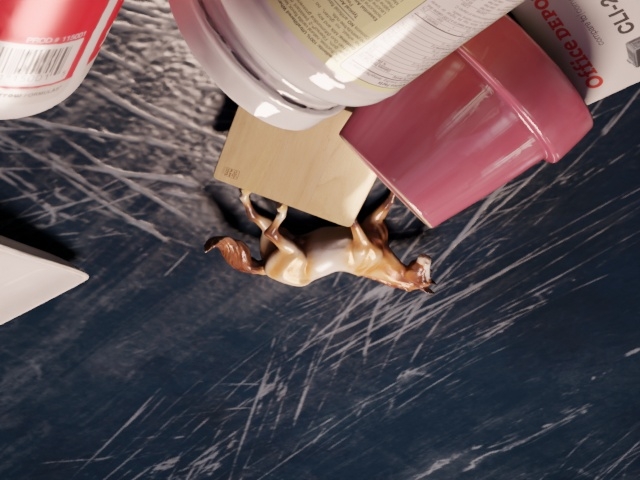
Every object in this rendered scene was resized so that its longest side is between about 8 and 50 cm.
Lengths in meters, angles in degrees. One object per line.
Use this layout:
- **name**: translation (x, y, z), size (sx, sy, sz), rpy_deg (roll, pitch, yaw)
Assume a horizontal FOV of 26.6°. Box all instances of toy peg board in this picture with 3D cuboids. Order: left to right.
- **toy peg board**: translation (-0.011, -0.116, 1.433), size (0.161, 0.079, 0.161), rpy_deg (20, 137, -6)

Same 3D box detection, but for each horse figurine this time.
- **horse figurine**: translation (0.000, 0.000, 1.577), size (0.263, 0.066, 0.174), rpy_deg (-7, 136, 0)

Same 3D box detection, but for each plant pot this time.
- **plant pot**: translation (0.125, -0.118, 1.282), size (0.180, 0.201, 0.201), rpy_deg (-44, 134, 2)

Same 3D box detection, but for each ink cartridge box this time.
- **ink cartridge box**: translation (0.307, -0.265, 1.227), size (0.273, 0.114, 0.197), rpy_deg (-24, 139, 24)

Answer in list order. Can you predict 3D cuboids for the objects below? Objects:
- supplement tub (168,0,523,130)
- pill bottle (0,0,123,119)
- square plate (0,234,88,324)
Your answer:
- **supplement tub**: translation (0.052, -0.257, 1.112), size (0.325, 0.235, 0.235), rpy_deg (-33, 134, 32)
- **pill bottle**: translation (-0.220, -0.300, 1.035), size (0.229, 0.229, 0.407), rpy_deg (15, 138, -23)
- **square plate**: translation (-0.502, 0.052, 1.540), size (0.347, 0.049, 0.344), rpy_deg (-25, 155, 21)
